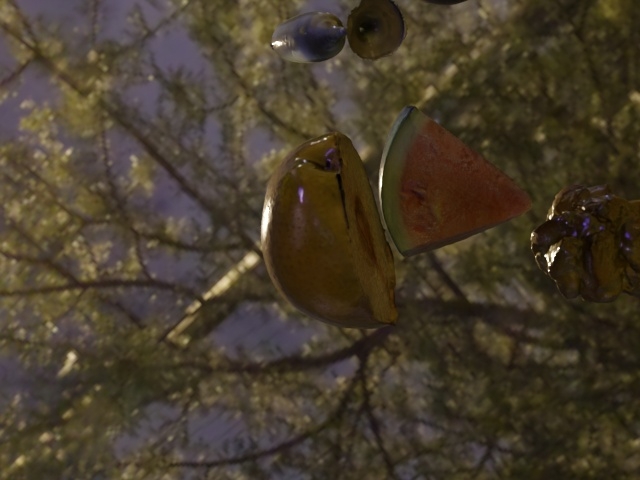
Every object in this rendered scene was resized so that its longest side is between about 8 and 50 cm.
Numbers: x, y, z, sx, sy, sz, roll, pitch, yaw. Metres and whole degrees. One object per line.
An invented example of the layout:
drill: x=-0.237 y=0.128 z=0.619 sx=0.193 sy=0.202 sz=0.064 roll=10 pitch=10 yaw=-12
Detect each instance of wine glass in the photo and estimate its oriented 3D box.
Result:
wine glass: x=0.009 y=-0.239 z=1.415 sx=0.074 sy=0.074 sz=0.262 roll=34 pitch=172 yaw=-23

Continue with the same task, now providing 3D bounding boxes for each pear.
pear: x=0.000 y=0.000 z=2.146 sx=0.340 sy=0.191 sz=0.386 roll=-88 pitch=-18 yaw=-47

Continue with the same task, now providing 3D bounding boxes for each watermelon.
watermelon: x=0.220 y=-0.108 z=2.301 sx=0.250 sy=0.292 sz=0.283 roll=12 pitch=-99 yaw=-48

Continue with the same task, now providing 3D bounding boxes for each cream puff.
cream puff: x=0.512 y=0.003 z=2.213 sx=0.196 sy=0.244 sz=0.244 roll=57 pitch=-156 yaw=-25

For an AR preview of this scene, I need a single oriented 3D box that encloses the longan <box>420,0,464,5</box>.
longan: x=0.222 y=-0.561 z=2.281 sx=0.246 sy=0.215 sz=0.246 roll=53 pitch=166 yaw=19
